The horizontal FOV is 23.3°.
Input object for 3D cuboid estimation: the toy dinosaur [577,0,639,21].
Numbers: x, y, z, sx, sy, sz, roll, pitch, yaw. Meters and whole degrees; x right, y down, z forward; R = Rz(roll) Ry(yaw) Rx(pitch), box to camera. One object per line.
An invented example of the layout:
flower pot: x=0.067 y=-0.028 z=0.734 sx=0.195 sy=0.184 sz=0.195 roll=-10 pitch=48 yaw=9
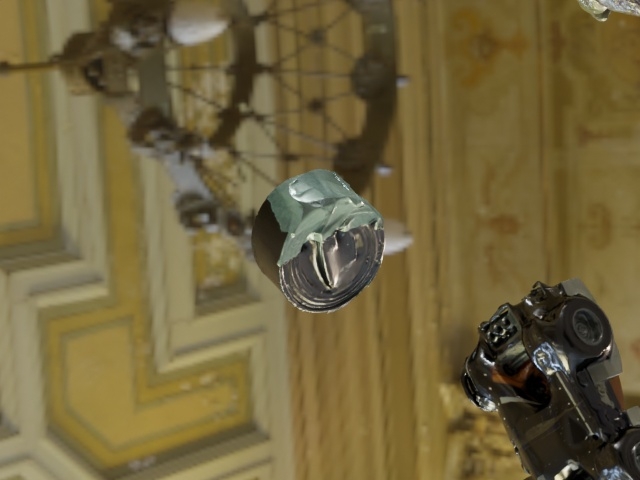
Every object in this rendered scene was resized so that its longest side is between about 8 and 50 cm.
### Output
toy dinosaur: x=0.324 y=-0.268 z=1.634 sx=0.162 sy=0.294 sz=0.077 roll=28 pitch=-86 yaw=-37

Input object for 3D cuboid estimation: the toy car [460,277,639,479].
toy car: x=0.271 y=0.198 z=1.663 sx=0.118 sy=0.193 sz=0.301 roll=-17 pitch=-104 yaw=-40

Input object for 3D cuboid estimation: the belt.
belt: x=0.000 y=0.000 z=1.835 sx=0.151 sy=0.078 sz=0.198 roll=-38 pitch=-37 yaw=-7
